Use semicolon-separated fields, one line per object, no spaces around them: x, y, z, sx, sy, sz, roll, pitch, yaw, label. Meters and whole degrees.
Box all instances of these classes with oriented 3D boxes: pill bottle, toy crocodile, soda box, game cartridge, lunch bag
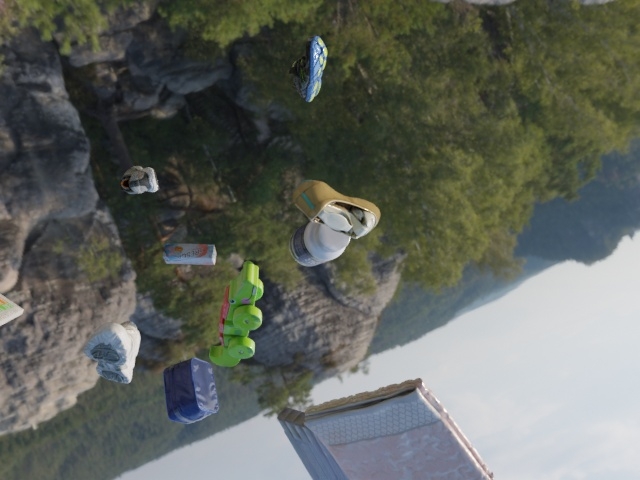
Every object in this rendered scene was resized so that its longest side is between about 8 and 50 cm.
0.000;0.000;1.206;0.094;0.094;0.169;-21;178;-22;pill bottle
-0.196;0.181;1.338;0.105;0.115;0.341;7;137;-10;toy crocodile
-0.476;0.050;2.075;0.183;0.058;0.063;1;152;-1;soda box
0.032;0.631;1.604;0.068;0.355;0.230;-39;-155;-32;game cartridge
-0.209;0.234;0.894;0.065;0.099;0.067;-24;148;12;lunch bag

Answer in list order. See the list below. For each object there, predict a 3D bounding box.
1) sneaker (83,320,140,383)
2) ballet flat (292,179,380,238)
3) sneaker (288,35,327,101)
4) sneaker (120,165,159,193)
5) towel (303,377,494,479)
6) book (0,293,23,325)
-0.427;0.210;1.189;0.090;0.115;0.232;16;145;-6;sneaker
0.040;-0.037;0.971;0.080;0.073;0.232;-47;144;21;ballet flat
-0.034;-0.386;1.280;0.067;0.078;0.188;-58;176;-22;sneaker
-0.667;-0.211;2.013;0.107;0.101;0.271;-16;-169;-32;sneaker
0.165;0.464;1.265;0.331;0.317;0.053;-26;-161;33;towel
-0.997;0.196;1.729;0.035;0.144;0.096;-62;173;18;book
